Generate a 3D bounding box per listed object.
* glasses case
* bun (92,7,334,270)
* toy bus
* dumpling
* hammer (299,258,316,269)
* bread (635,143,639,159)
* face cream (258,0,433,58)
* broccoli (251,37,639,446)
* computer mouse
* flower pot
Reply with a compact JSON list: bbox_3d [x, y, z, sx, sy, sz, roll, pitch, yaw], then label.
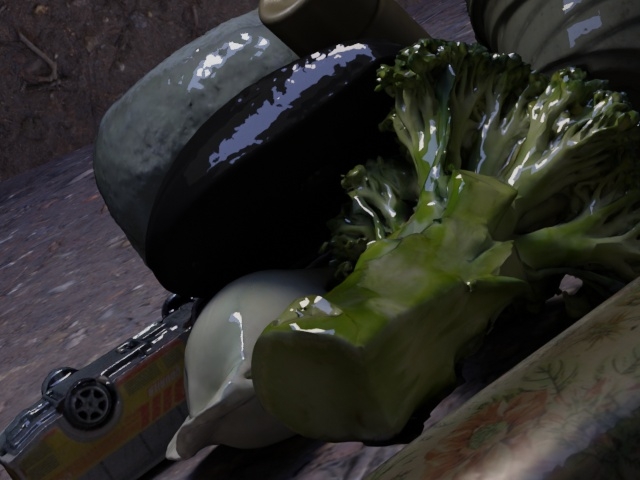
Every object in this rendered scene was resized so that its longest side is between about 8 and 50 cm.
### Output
[{"bbox_3d":[0.156,0.090,0.649,0.425,0.098,0.156,-32,9,-21],"label":"glasses case"},{"bbox_3d":[-0.036,-0.078,1.197,0.354,0.194,0.354,-28,-18,-10],"label":"bun"},{"bbox_3d":[-0.136,0.122,1.038,0.268,0.106,0.092,-35,17,-22],"label":"toy bus"},{"bbox_3d":[-0.047,0.101,0.973,0.229,0.124,0.151,-36,-20,-50],"label":"dumpling"},{"bbox_3d":[0.000,0.000,1.365,0.290,0.037,0.137,-37,20,-35],"label":"hammer"},{"bbox_3d":[0.327,-0.104,1.132,0.214,0.053,0.073,-14,32,51],"label":"bread"},{"bbox_3d":[0.093,-0.112,1.066,0.137,0.341,0.084,-12,50,46],"label":"face cream"},{"bbox_3d":[0.062,0.009,0.829,0.361,0.221,0.252,-18,43,-41],"label":"broccoli"},{"bbox_3d":[-0.025,-0.063,0.987,0.269,0.137,0.086,-35,47,5],"label":"computer mouse"},{"bbox_3d":[0.238,-0.163,1.080,0.235,0.235,0.141,-16,58,34],"label":"flower pot"}]
